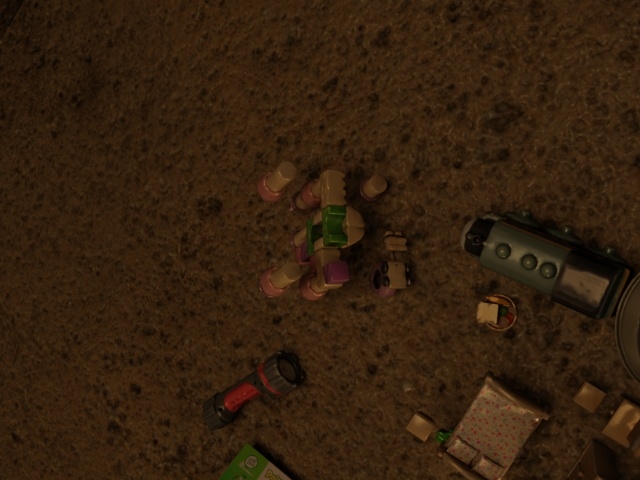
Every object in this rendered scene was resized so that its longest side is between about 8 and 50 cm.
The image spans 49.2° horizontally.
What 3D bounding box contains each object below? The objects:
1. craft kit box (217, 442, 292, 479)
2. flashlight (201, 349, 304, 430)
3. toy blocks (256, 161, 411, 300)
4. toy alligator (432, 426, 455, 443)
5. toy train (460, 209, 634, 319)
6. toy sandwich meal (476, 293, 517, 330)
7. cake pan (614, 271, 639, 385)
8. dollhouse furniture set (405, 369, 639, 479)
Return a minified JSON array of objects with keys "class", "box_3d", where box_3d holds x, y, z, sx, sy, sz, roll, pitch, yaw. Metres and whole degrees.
[{"class":"craft kit box","box_3d":[-0.163,0.669,1.704,0.250,0.061,0.246,30,68,29]},{"class":"flashlight","box_3d":[-0.179,0.387,1.758,0.304,0.103,0.103,-38,74,26]},{"class":"toy blocks","box_3d":[0.000,0.000,1.602,0.260,0.309,0.288,145,124,-62]},{"class":"toy alligator","box_3d":[0.287,0.424,1.482,0.190,0.056,0.051,35,108,28]},{"class":"toy train","box_3d":[0.424,0.039,1.311,0.334,0.190,0.142,28,104,29]},{"class":"toy sandwich meal","box_3d":[0.363,0.149,1.447,0.085,0.029,0.085,0,91,33]},{"class":"cake pan","box_3d":[0.653,0.152,1.173,0.293,0.054,0.293,1,100,8]},{"class":"dollhouse furniture set","box_3d":[0.371,0.357,1.305,0.355,0.174,0.303,31,106,12]}]
